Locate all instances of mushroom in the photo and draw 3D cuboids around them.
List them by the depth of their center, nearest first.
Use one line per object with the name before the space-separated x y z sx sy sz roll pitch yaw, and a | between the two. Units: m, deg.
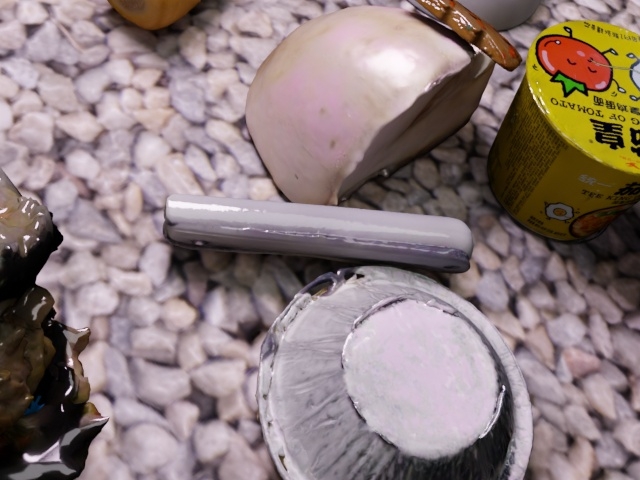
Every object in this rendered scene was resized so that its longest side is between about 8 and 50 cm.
mushroom | 0.043 -0.162 0.821 0.236 0.162 0.173 -36 77 -33

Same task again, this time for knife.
knife | 0.000 -0.001 0.768 0.265 0.073 0.041 6 67 -12

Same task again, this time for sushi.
sushi | -0.260 0.078 0.577 0.238 0.219 0.225 -13 24 5

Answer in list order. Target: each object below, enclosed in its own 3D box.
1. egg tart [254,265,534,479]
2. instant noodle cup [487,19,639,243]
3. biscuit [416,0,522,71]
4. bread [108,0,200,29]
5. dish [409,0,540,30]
egg tart | 0.066 0.119 0.703 0.234 0.094 0.234 8 60 -14
instant noodle cup | 0.248 -0.093 0.855 0.182 0.144 0.182 8 57 -12
biscuit | 0.123 -0.190 0.782 0.129 0.019 0.119 29 21 -22
bread | -0.120 -0.294 0.901 0.092 0.074 0.239 25 53 17
dish | 0.166 -0.349 1.017 0.236 0.086 0.228 -23 69 -28
